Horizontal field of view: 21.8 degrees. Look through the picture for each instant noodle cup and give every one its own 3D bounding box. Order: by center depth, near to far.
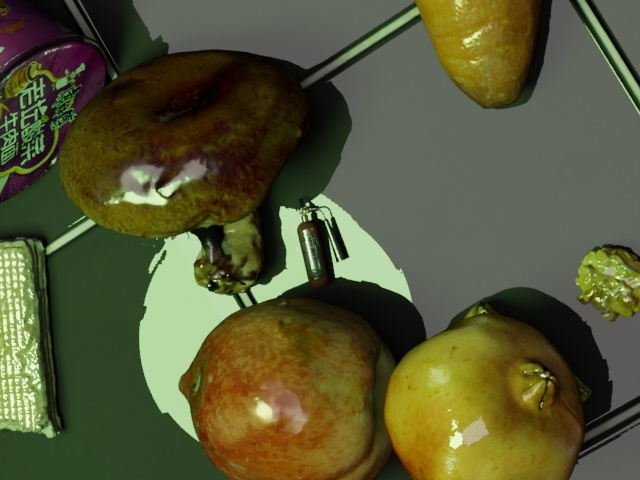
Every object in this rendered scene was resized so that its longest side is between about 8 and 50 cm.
[{"bbox_3d":[-0.393,-0.186,1.859,0.190,0.251,0.251,42,103,17],"label":"instant noodle cup"}]

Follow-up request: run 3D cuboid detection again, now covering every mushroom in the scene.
[{"bbox_3d":[-0.155,-0.093,1.829,0.267,0.267,0.254,32,135,10],"label":"mushroom"}]

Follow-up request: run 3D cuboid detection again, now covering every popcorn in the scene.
[{"bbox_3d":[0.313,0.046,1.784,0.083,0.057,0.082,-29,86,17],"label":"popcorn"}]

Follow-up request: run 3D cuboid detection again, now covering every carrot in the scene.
[{"bbox_3d":[0.162,-0.250,1.760,0.159,0.159,0.225,-5,103,14],"label":"carrot"}]

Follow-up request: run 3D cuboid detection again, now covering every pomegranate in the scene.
[{"bbox_3d":[0.166,0.178,1.701,0.209,0.209,0.209,1,95,14],"label":"pomegranate"}]

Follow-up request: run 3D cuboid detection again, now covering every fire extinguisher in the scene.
[{"bbox_3d":[0.000,0.001,1.871,0.046,0.032,0.100,-8,98,25],"label":"fire extinguisher"}]

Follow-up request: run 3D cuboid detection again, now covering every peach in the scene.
[{"bbox_3d":[-0.045,0.171,1.800,0.256,0.232,0.232,-3,94,22],"label":"peach"}]

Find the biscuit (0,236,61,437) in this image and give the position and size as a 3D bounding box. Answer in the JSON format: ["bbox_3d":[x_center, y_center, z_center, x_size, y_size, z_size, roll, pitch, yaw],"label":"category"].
[{"bbox_3d":[-0.371,0.117,1.956,0.108,0.062,0.239,-4,94,14],"label":"biscuit"}]

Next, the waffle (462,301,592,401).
[{"bbox_3d":[0.171,0.194,1.832,0.160,0.055,0.211,41,103,7],"label":"waffle"}]
